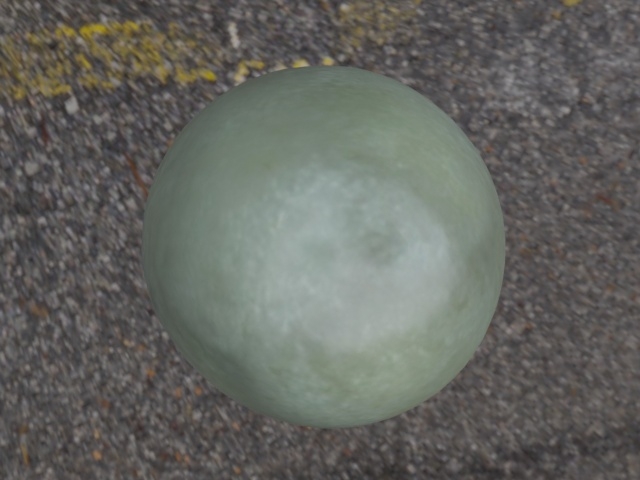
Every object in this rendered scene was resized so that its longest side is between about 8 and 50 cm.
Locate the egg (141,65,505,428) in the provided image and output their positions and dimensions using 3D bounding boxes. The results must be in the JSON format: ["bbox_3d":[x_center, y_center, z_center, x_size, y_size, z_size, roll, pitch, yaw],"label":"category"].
[{"bbox_3d":[0.000,0.000,0.923,0.258,0.352,0.258,-3,101,-14],"label":"egg"}]
